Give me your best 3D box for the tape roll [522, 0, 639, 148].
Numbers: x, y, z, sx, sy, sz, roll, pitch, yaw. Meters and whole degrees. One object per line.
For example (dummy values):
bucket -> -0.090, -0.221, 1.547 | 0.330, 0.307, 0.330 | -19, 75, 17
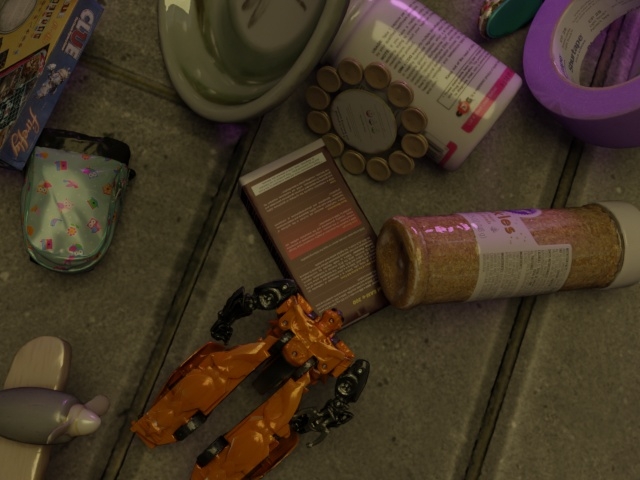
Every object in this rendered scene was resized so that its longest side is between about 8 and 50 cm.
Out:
tape roll -> 0.417, -0.265, 1.307 | 0.090, 0.275, 0.274 | 33, 71, -43

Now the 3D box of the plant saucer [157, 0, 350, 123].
plant saucer -> -0.065, -0.343, 1.248 | 0.101, 0.401, 0.400 | 6, 74, -40

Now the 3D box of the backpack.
backpack -> -0.324, -0.047, 1.245 | 0.152, 0.115, 0.181 | 8, 79, -8

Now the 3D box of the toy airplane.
toy airplane -> -0.355, 0.351, 1.071 | 0.384, 0.272, 0.386 | -32, 84, -12

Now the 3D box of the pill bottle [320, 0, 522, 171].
pill bottle -> 0.116, -0.237, 1.316 | 0.283, 0.160, 0.160 | 37, 76, 2

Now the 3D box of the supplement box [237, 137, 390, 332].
supplement box -> 0.000, 0.000, 1.294 | 0.130, 0.073, 0.239 | -27, 82, -11

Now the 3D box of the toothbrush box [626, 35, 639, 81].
toothbrush box -> 0.617, -0.258, 1.399 | 0.296, 0.126, 0.216 | 19, 77, -3

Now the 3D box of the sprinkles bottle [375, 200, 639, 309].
sprinkles bottle -> 0.254, 0.017, 1.259 | 0.356, 0.121, 0.121 | -4, 78, -22

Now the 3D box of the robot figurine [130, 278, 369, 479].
robot figurine -> -0.082, 0.184, 1.202 | 0.291, 0.085, 0.211 | -42, 86, 3

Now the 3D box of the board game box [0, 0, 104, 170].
board game box -> -0.397, -0.214, 1.260 | 0.165, 0.042, 0.243 | 12, 73, 38

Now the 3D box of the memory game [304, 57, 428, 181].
memory game -> 0.060, -0.159, 1.292 | 0.186, 0.186, 0.012 | 37, 48, 2

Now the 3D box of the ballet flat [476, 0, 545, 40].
ballet flat -> 0.307, -0.374, 1.422 | 0.241, 0.091, 0.077 | -34, 53, -17
